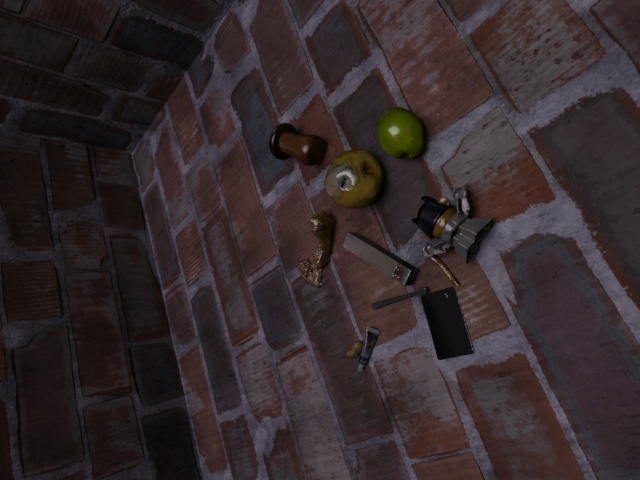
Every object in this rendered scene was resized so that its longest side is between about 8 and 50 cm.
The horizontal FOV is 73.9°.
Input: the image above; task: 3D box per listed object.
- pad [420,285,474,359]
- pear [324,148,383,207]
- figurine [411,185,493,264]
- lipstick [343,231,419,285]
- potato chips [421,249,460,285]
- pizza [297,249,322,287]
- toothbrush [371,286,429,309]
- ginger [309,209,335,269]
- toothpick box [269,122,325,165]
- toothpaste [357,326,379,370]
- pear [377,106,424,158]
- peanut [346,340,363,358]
[{"bbox_3d":[0.500,0.328,1.686,0.159,0.009,0.265,-25,70,40],"label":"pad"},{"bbox_3d":[0.144,-0.270,1.890,0.271,0.271,0.271,-2,88,43],"label":"pear"},{"bbox_3d":[0.486,-0.063,1.621,0.308,0.143,0.308,-7,75,25],"label":"figurine"},{"bbox_3d":[0.257,0.074,1.868,0.371,0.076,0.080,34,113,38],"label":"lipstick"},{"bbox_3d":[0.482,0.106,1.692,0.204,0.037,0.026,51,131,25],"label":"potato chips"},{"bbox_3d":[-0.037,0.128,2.156,0.185,0.052,0.195,37,112,34],"label":"pizza"},{"bbox_3d":[0.336,0.249,1.824,0.297,0.030,0.030,-27,80,40],"label":"toothbrush"},{"bbox_3d":[0.000,0.000,2.078,0.086,0.131,0.294,18,104,61],"label":"ginger"},{"bbox_3d":[-0.126,-0.485,2.173,0.294,0.192,0.192,26,106,33],"label":"toothpick box"},{"bbox_3d":[0.209,0.494,1.924,0.062,0.037,0.216,18,103,5],"label":"toothpaste"},{"bbox_3d":[0.332,-0.432,1.755,0.187,0.187,0.220,-29,84,38],"label":"pear"},{"bbox_3d":[0.158,0.507,1.965,0.054,0.054,0.113,51,122,31],"label":"peanut"}]
